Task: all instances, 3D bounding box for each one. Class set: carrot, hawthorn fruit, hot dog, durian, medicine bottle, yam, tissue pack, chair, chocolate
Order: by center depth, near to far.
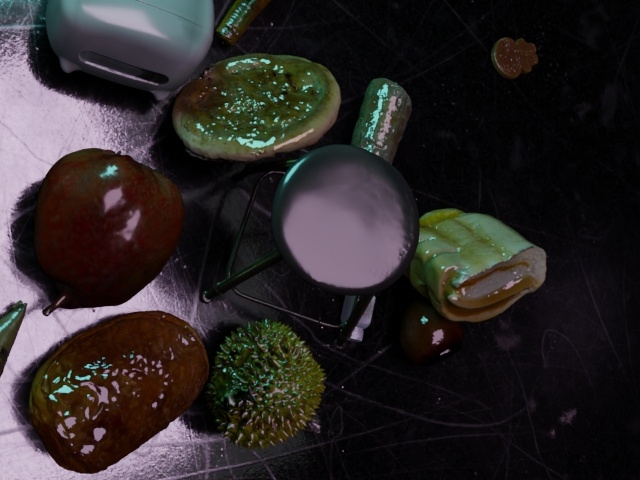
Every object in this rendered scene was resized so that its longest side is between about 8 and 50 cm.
[{"bbox_3d":[-0.422,-0.023,1.612,0.308,0.308,0.324,-4,96,-30],"label":"hawthorn fruit"},{"bbox_3d":[-0.409,0.301,1.651,0.388,0.174,0.266,-34,104,-38],"label":"hot dog"},{"bbox_3d":[-0.403,-0.452,1.702,0.333,0.229,0.235,13,72,-28],"label":"tissue pack"},{"bbox_3d":[0.000,0.000,1.737,0.365,0.410,0.361,21,73,-12],"label":"chair"},{"bbox_3d":[-0.115,0.322,1.764,0.225,0.291,0.291,39,66,-39],"label":"durian"},{"bbox_3d":[-0.166,-0.573,1.952,0.070,0.070,0.260,41,67,-20],"label":"carrot"},{"bbox_3d":[0.089,0.190,2.002,0.055,0.074,0.117,19,75,-28],"label":"medicine bottle"},{"bbox_3d":[0.140,-0.239,2.052,0.133,0.133,0.330,22,77,-26],"label":"yam"},{"bbox_3d":[0.278,0.234,2.072,0.177,0.177,0.176,4,82,-30],"label":"chocolate"}]

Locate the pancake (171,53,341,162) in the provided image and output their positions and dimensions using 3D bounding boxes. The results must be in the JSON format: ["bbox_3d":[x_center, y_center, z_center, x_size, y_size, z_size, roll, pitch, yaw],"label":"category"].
[{"bbox_3d":[-0.154,-0.307,1.801,0.382,0.382,0.071,-43,146,-27],"label":"pancake"}]

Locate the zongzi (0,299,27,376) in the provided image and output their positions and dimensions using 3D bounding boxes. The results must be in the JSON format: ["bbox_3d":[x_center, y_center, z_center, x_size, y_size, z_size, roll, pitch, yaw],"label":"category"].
[{"bbox_3d":[-0.719,0.217,1.503,0.260,0.123,0.289,21,74,-28],"label":"zongzi"}]

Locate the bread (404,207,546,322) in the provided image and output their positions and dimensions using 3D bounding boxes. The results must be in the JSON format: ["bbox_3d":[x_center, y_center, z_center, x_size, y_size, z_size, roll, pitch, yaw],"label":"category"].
[{"bbox_3d":[0.359,0.063,2.062,0.301,0.341,0.210,-20,125,-24],"label":"bread"}]

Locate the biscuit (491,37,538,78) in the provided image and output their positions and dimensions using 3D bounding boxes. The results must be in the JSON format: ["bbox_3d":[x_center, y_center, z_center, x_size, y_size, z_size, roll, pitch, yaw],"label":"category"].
[{"bbox_3d":[0.579,-0.546,2.401,0.175,0.026,0.124,-13,92,-30],"label":"biscuit"}]
